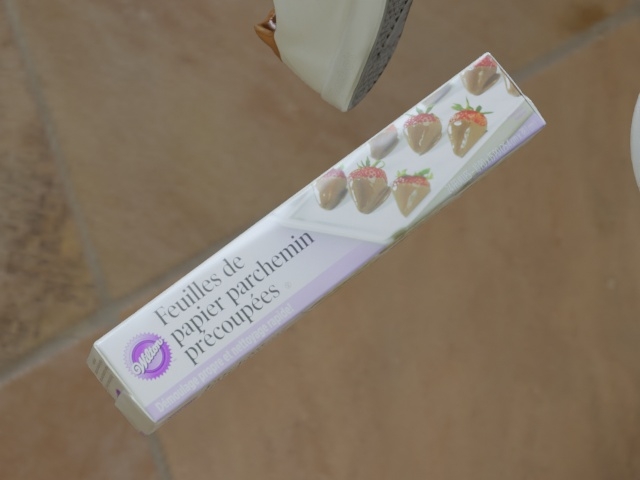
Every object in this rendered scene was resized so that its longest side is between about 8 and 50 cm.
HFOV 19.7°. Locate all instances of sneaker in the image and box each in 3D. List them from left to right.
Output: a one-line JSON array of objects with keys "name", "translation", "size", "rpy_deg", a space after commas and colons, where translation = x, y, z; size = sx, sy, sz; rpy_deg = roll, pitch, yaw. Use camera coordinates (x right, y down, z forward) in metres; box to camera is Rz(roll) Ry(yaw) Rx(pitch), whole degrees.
[{"name": "sneaker", "translation": [0.017, -0.218, 1.302], "size": [0.106, 0.123, 0.290], "rpy_deg": [-47, 168, -41]}]

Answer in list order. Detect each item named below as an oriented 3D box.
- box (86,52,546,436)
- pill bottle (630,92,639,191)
[{"name": "box", "translation": [0.000, 0.000, 1.159], "size": [0.324, 0.067, 0.063], "rpy_deg": [-37, 85, -18]}, {"name": "pill bottle", "translation": [0.309, -0.080, 1.126], "size": [0.264, 0.153, 0.153], "rpy_deg": [-24, 111, -53]}]
